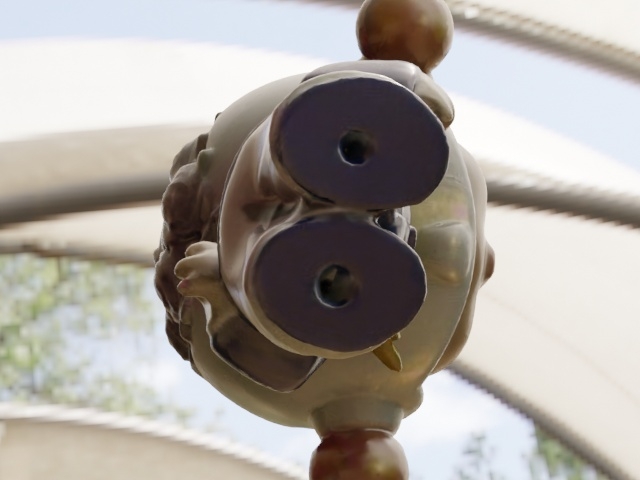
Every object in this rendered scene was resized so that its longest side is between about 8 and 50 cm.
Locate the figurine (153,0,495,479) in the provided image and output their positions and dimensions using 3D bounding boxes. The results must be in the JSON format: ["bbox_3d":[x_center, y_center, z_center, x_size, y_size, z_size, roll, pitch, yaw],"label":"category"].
[{"bbox_3d":[-0.001,0.010,0.712,0.133,0.194,0.274,5,18,1],"label":"figurine"}]
